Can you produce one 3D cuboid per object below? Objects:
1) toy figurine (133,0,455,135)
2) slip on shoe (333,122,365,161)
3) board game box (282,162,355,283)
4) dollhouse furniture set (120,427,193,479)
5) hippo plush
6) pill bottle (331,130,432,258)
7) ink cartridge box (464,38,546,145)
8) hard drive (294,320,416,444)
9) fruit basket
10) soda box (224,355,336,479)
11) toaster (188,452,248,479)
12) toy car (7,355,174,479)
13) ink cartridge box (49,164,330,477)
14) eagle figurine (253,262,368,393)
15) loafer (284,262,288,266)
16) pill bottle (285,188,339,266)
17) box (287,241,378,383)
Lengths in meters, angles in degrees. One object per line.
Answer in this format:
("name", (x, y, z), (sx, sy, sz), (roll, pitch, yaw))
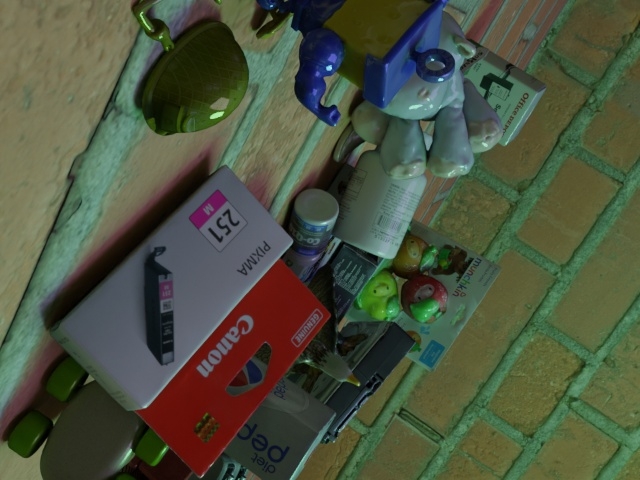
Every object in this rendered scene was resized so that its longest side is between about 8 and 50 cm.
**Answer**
("toy figurine", (0.024, -0.207, 0.777), (0.363, 0.217, 0.191), (-51, 167, -27))
("slip on shoe", (0.072, -0.190, 1.434), (0.135, 0.041, 0.051), (-55, 168, -8))
("board game box", (0.000, 0.000, 1.621), (0.305, 0.053, 0.193), (-56, 169, 2))
("dollhouse furniture set", (-0.201, 0.297, 1.373), (0.374, 0.152, 0.201), (-45, 164, -43))
("hippo plush", (0.190, -0.245, 1.291), (0.294, 0.234, 0.236), (-54, 168, -9))
("pill bottle", (0.116, -0.094, 1.466), (0.229, 0.131, 0.131), (-67, 167, 5))
("ink cartridge box", (0.380, -0.334, 1.861), (0.087, 0.208, 0.153), (-38, 158, -55))
("hard drive", (0.035, 0.253, 1.526), (0.237, 0.064, 0.339), (-49, -175, -11))
("fruit basket", (0.216, 0.102, 2.042), (0.327, 0.353, 0.165), (-52, 153, -16))
("soda box", (-0.129, 0.189, 1.048), (0.098, 0.286, 0.091), (-59, 169, 12))
("toaster", (-0.236, 0.417, 1.538), (0.110, 0.185, 0.168), (-57, 160, -7))
("toy car", (-0.258, 0.229, 1.007), (0.149, 0.155, 0.188), (-56, 178, -2))
("ink cartridge box", (-0.124, 0.089, 0.939), (0.275, 0.239, 0.060), (-49, -166, -31))
("eagle figurine", (-0.028, 0.157, 1.290), (0.298, 0.225, 0.227), (34, 61, -62))
("loafer", (-0.101, 0.040, 1.250), (0.084, 0.096, 0.267), (-65, 165, 11))
("pill bottle", (-0.019, -0.020, 1.435), (0.078, 0.078, 0.137), (-47, 165, -37))
("box", (-0.009, 0.178, 1.840), (0.395, 0.097, 0.318), (-57, 180, 7))
